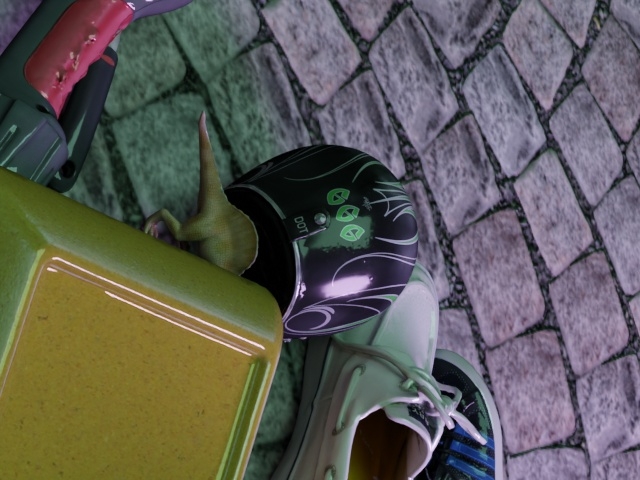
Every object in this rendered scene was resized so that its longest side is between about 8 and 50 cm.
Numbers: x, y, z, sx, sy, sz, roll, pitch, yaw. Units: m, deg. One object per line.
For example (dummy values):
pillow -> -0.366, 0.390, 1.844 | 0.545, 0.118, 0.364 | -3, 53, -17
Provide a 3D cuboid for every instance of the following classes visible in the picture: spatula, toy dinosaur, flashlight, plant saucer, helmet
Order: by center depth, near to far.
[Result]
plant saucer -> -0.164, 0.145, 1.342 | 0.333, 0.081, 0.333 | 26, 76, -42
flashlight -> -0.170, -0.146, 1.436 | 0.103, 0.103, 0.304 | 44, 55, -22
toy dinosaur -> -0.088, -0.008, 1.522 | 0.053, 0.092, 0.183 | -13, 93, -54
spatula -> -0.169, -0.168, 1.527 | 0.084, 0.030, 0.296 | 35, 55, -36
helmet -> 0.000, 0.000, 1.576 | 0.161, 0.169, 0.169 | -14, 90, -39

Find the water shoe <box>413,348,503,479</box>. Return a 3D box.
water shoe -> 0.117, 0.198, 1.717 | 0.080, 0.073, 0.203 | -13, 88, -47

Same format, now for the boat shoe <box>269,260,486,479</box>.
boat shoe -> 0.057, 0.153, 1.595 | 0.136, 0.156, 0.367 | 49, 47, -28
